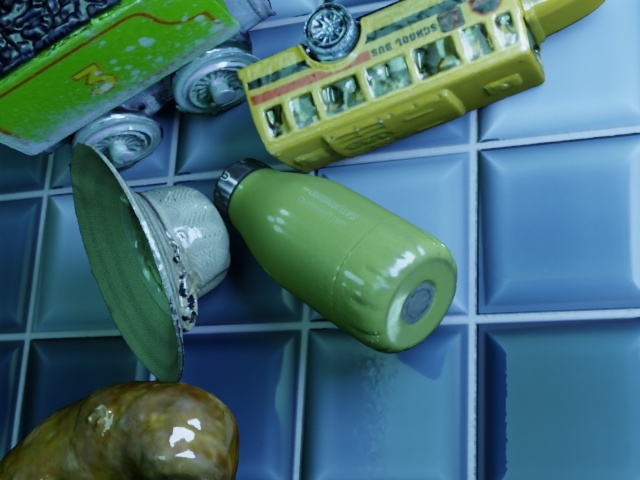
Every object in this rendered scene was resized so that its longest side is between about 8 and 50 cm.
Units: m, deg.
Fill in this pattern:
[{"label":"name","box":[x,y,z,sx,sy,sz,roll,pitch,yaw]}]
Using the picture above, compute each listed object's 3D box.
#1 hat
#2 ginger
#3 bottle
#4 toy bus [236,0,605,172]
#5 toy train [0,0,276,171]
[{"label":"hat","box":[-0.145,0.008,0.982,0.110,0.252,0.252,-22,60,-24]},{"label":"ginger","box":[-0.205,0.230,0.939,0.321,0.172,0.165,-32,101,19]},{"label":"bottle","box":[0.000,0.000,0.931,0.260,0.112,0.112,33,89,40]},{"label":"toy bus","box":[0.098,-0.172,0.939,0.336,0.121,0.123,-19,74,18]},{"label":"toy train","box":[-0.211,-0.203,1.016,0.307,0.249,0.173,-28,67,14]}]
